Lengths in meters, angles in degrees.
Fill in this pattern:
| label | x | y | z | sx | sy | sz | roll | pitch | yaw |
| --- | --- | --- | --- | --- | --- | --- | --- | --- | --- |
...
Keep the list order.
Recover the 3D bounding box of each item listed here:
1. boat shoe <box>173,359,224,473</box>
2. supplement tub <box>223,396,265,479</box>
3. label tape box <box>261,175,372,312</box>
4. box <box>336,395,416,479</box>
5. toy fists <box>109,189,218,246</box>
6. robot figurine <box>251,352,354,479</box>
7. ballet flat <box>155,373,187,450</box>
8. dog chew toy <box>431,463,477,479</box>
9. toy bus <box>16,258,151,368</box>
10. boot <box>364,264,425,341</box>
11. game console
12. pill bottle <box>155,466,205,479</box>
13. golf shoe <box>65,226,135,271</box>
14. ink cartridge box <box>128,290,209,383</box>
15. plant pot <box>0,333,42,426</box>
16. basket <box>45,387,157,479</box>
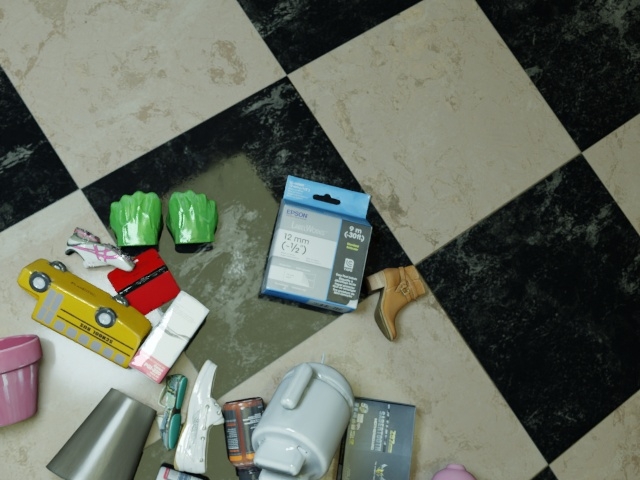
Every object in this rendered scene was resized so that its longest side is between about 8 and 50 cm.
| label | x | y | z | sx | sy | sz | roll | pitch | yaw |
| --- | --- | --- | --- | --- | --- | --- | --- | --- | --- |
| boat shoe | -0.286 | 0.441 | 1.755 | 0.096 | 0.098 | 0.277 | 11 | 76 | 3 |
| supplement tub | -0.183 | 0.500 | 1.767 | 0.106 | 0.106 | 0.198 | -6 | 80 | -12 |
| label tape box | 0.000 | 0.000 | 1.904 | 0.249 | 0.115 | 0.347 | 14 | 78 | -8 |
| box | 0.148 | 0.538 | 1.847 | 0.183 | 0.059 | 0.232 | 11 | 77 | -10 |
| toy fists | -0.410 | -0.060 | 1.848 | 0.279 | 0.096 | 0.142 | -2 | 89 | -13 |
| robot figurine | -0.037 | 0.442 | 1.723 | 0.200 | 0.300 | 0.353 | 10 | 38 | 19 |
| ballet flat | -0.383 | 0.432 | 1.773 | 0.070 | 0.070 | 0.188 | 12 | 75 | -8 |
| dog chew toy | 0.334 | 0.741 | 1.778 | 0.207 | 0.206 | 0.331 | 11 | 68 | -9 |
| toy bus | -0.589 | 0.176 | 1.738 | 0.333 | 0.108 | 0.130 | 29 | 105 | -4 |
| boot | 0.220 | 0.168 | 1.934 | 0.152 | 0.073 | 0.197 | -14 | 84 | -18 |
| game console | -0.464 | 0.113 | 1.841 | 0.144 | 0.085 | 0.124 | -31 | 55 | -16 |
| pill bottle | -0.323 | 0.632 | 1.711 | 0.180 | 0.108 | 0.108 | 21 | 75 | -6 |
| golf shoe | -0.568 | 0.042 | 1.811 | 0.186 | 0.067 | 0.086 | 27 | 82 | 6 |
| ink cartridge box | -0.376 | 0.245 | 1.755 | 0.092 | 0.158 | 0.218 | 33 | 75 | -4 |
| plant pot | -0.754 | 0.334 | 1.657 | 0.201 | 0.201 | 0.180 | -11 | 96 | -13 |
| basket | -0.508 | 0.484 | 1.688 | 0.204 | 0.154 | 0.227 | 29 | 71 | -6 |
